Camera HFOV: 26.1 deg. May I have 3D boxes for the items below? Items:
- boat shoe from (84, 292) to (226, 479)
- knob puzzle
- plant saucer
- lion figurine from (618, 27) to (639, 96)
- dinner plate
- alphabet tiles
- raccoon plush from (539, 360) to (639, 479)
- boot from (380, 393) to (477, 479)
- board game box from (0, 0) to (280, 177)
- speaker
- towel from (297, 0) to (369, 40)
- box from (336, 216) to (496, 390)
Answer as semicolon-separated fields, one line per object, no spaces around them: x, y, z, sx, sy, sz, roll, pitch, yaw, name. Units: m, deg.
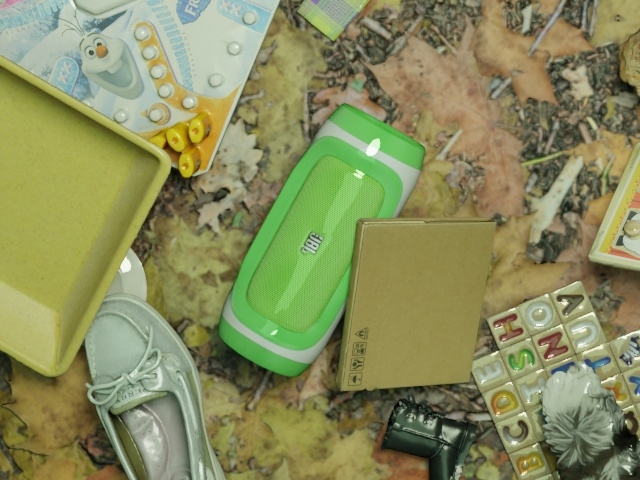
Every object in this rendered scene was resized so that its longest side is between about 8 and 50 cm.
-0.193;0.216;1.606;0.118;0.103;0.320;-17;94;8;boat shoe
0.402;-0.034;1.468;0.213;0.213;0.030;-18;136;7;knob puzzle
-0.360;-0.057;1.550;0.333;0.081;0.332;30;117;-1;plant saucer
0.486;-0.117;1.407;0.240;0.392;0.142;1;120;-24;lion figurine
-0.277;0.057;1.643;0.141;0.017;0.141;1;97;5;dinner plate
0.292;0.175;1.599;0.198;0.009;0.237;-23;93;8;alphabet tiles
0.449;0.337;1.547;0.216;0.299;0.446;-29;61;22;raccoon plush
0.119;0.247;1.606;0.099;0.045;0.121;19;90;1;boot
-0.235;-0.313;1.506;0.390;0.050;0.390;25;109;2;board game box
0.000;0.000;1.553;0.131;0.131;0.296;29;98;2;speaker
0.020;-0.277;1.581;0.060;0.009;0.083;40;99;0;towel
0.107;0.071;1.544;0.164;0.021;0.201;-1;111;-23;box
